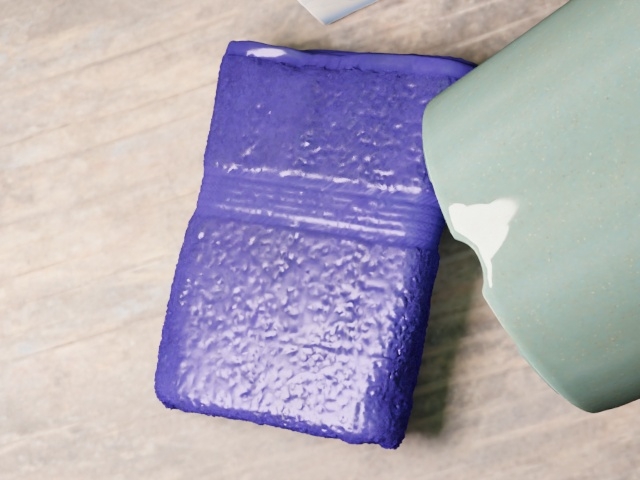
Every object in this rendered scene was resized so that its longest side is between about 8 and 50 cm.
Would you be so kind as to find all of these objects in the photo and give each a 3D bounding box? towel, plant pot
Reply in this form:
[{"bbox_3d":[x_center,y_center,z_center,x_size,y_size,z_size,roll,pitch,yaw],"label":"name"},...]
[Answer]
[{"bbox_3d":[0.000,0.000,1.523,0.228,0.076,0.308,8,81,29],"label":"towel"},{"bbox_3d":[0.271,-0.066,1.311,0.334,0.341,0.341,-29,69,20],"label":"plant pot"}]

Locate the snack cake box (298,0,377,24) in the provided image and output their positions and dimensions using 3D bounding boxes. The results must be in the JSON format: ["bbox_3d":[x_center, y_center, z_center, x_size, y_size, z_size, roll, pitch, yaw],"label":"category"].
[{"bbox_3d":[0.082,-0.301,1.551,0.264,0.089,0.152,-24,71,13],"label":"snack cake box"}]
